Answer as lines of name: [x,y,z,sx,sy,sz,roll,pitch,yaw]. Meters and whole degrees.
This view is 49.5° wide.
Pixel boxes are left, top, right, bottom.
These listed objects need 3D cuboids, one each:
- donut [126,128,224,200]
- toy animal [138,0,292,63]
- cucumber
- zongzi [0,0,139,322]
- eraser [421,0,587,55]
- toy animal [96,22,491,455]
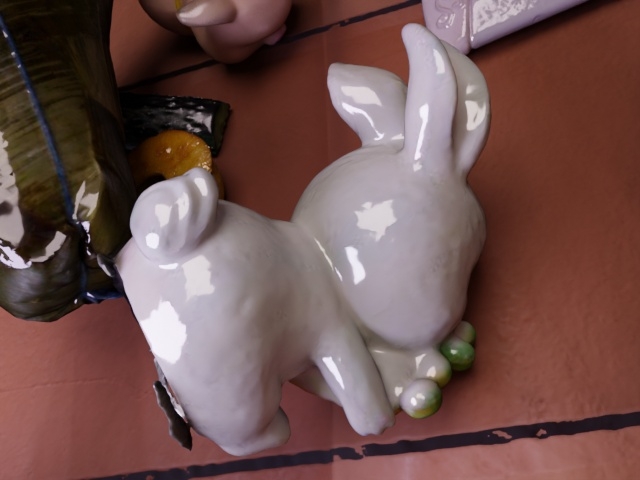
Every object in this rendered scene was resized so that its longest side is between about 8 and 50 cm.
donut: [-0.166,-0.040,0.718,0.152,0.058,0.151,-12,55,17]
toy animal: [-0.127,-0.305,0.828,0.248,0.149,0.165,27,89,47]
cucumber: [-0.208,-0.142,0.800,0.212,0.062,0.078,3,60,25]
zongzi: [-0.228,-0.166,0.681,0.403,0.207,0.432,42,55,12]
eraser: [0.182,-0.311,0.742,0.204,0.059,0.243,-23,57,8]
toy animal: [0.001,0.005,0.524,0.310,0.247,0.183,-27,16,-10]
